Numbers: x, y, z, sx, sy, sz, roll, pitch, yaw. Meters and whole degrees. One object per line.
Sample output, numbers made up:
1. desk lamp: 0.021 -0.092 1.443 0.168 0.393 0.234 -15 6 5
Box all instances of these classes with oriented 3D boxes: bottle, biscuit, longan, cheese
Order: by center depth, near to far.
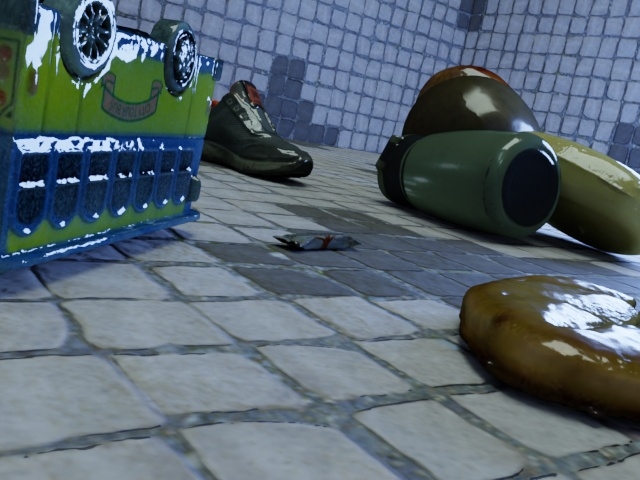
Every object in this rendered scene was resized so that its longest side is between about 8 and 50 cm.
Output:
1. biscuit: 0.186 0.063 0.530 0.154 0.045 0.299 14 10 12
2. bottle: 0.232 -0.110 1.192 0.168 0.169 0.347 5 7 -32
3. cheese: 0.463 -0.074 1.194 0.259 0.128 0.315 30 -1 -42
4. longan: 0.313 -0.197 1.425 0.297 0.298 0.297 11 10 -2

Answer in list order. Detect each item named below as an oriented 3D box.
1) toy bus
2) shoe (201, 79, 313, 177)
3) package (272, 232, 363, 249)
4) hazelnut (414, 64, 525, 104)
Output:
1. toy bus: -0.202 -0.094 0.534 0.151 0.190 0.312 13 11 10
2. shoe: -0.137 -0.224 1.355 0.336 0.171 0.132 19 12 37
3. package: 0.000 0.000 0.737 0.037 0.015 0.110 21 16 40
4. hazelnut: 0.385 -0.261 1.743 0.315 0.373 0.372 -28 -13 31
